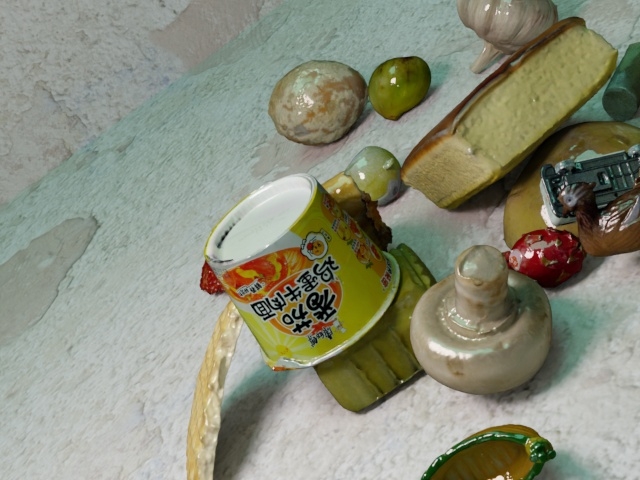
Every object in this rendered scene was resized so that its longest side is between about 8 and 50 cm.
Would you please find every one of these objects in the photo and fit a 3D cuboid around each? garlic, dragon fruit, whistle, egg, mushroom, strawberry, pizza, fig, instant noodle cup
[{"bbox_3d":[0.377,-0.445,2.330,0.218,0.218,0.212,-113,41,-64],"label":"garlic"},{"bbox_3d":[0.312,0.033,1.670,0.190,0.094,0.094,-16,31,48],"label":"dragon fruit"},{"bbox_3d":[0.088,-0.106,2.181,0.223,0.123,0.123,-38,15,53],"label":"whistle"},{"bbox_3d":[-0.004,-0.315,2.519,0.233,0.195,0.195,-22,26,-2],"label":"egg"},{"bbox_3d":[0.215,0.115,1.522,0.206,0.209,0.206,-11,66,27],"label":"mushroom"},{"bbox_3d":[-0.193,0.047,2.257,0.208,0.087,0.167,-22,30,30],"label":"strawberry"},{"bbox_3d":[0.000,0.000,1.927,0.277,0.114,0.409,-15,-19,-25],"label":"pizza"},{"bbox_3d":[0.172,-0.344,2.426,0.153,0.121,0.136,-44,-19,29],"label":"fig"},{"bbox_3d":[-0.036,0.035,1.670,0.264,0.200,0.264,-28,26,15],"label":"instant noodle cup"}]

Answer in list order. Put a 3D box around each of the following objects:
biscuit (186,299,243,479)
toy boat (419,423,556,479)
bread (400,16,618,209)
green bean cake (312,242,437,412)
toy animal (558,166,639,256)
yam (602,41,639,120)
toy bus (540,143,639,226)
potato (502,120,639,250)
[{"bbox_3d":[-0.179,0.251,1.790,0.204,0.040,0.309,135,147,-69],"label":"biscuit"},{"bbox_3d":[0.193,0.290,1.368,0.229,0.089,0.088,-32,4,26],"label":"toy boat"},{"bbox_3d":[0.311,-0.208,1.881,0.323,0.143,0.333,-42,0,-14],"label":"bread"},{"bbox_3d":[0.085,0.128,1.736,0.236,0.124,0.233,-35,25,3],"label":"green bean cake"},{"bbox_3d":[0.435,-0.048,1.527,0.188,0.179,0.089,-42,16,22],"label":"toy animal"},{"bbox_3d":[0.548,-0.287,1.932,0.068,0.068,0.169,-8,38,44],"label":"yam"},{"bbox_3d":[0.418,-0.078,1.616,0.194,0.089,0.087,-13,69,-3],"label":"toy bus"},{"bbox_3d":[0.406,-0.100,1.752,0.299,0.116,0.239,-38,30,-1],"label":"potato"}]
